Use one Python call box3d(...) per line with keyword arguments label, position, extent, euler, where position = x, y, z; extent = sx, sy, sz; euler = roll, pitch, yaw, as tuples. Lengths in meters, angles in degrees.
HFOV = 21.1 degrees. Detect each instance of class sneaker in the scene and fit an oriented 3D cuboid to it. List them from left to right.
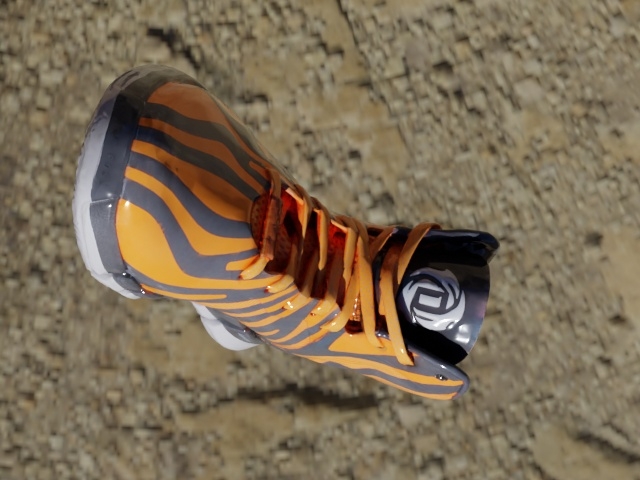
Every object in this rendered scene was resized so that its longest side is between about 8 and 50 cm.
box3d(label="sneaker", position=(0.000, 0.000, 0.924), extent=(0.180, 0.321, 0.124), euler=(12, 81, 20))
